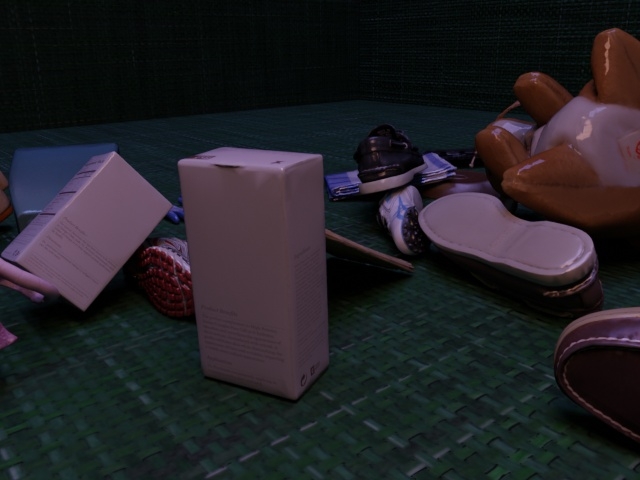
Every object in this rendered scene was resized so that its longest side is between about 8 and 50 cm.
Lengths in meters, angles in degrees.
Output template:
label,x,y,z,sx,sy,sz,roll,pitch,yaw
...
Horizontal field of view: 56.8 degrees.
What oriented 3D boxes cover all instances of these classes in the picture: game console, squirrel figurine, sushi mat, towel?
label,x,y,z,sx,sy,sz,roll,pitch,yaw
game console,0.293,-0.218,1.611,0.362,0.043,0.213,-4,20,-6
squirrel figurine,0.439,-0.104,0.992,0.397,0.280,0.370,28,-5,-7
sushi mat,0.000,0.000,0.783,0.152,0.019,0.317,10,-6,32
towel,0.151,-0.152,1.366,0.285,0.034,0.209,-11,18,0

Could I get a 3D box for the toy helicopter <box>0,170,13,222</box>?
label,x,y,z,sx,sy,sz,roll,pitch,yaw
toy helicopter,-0.605,-0.041,0.956,0.355,0.140,0.235,2,38,46

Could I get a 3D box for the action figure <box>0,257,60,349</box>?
label,x,y,z,sx,sy,sz,roll,pitch,yaw
action figure,-0.414,-0.014,0.506,0.248,0.369,0.276,1,32,43

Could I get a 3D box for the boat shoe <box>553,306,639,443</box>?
label,x,y,z,sx,sy,sz,roll,pitch,yaw
boat shoe,0.328,0.143,0.413,0.342,0.123,0.123,20,25,33

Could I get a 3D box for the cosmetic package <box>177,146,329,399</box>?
label,x,y,z,sx,sy,sz,roll,pitch,yaw
cosmetic package,-0.060,0.029,0.583,0.118,0.230,0.085,9,21,25

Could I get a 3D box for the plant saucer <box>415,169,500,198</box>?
label,x,y,z,sx,sy,sz,roll,pitch,yaw
plant saucer,0.316,-0.131,1.355,0.199,0.036,0.198,0,19,0

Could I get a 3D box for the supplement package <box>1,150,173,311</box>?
label,x,y,z,sx,sy,sz,roll,pitch,yaw
supplement package,-0.301,-0.014,0.770,0.105,0.105,0.179,4,52,53

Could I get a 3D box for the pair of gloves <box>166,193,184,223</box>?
label,x,y,z,sx,sy,sz,roll,pitch,yaw
pair of gloves,-0.274,-0.072,1.229,0.198,0.023,0.159,-17,24,-42

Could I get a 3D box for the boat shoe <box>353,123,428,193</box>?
label,x,y,z,sx,sy,sz,roll,pitch,yaw
boat shoe,0.131,-0.173,1.171,0.127,0.112,0.340,-11,11,23

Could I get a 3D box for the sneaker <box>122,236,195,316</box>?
label,x,y,z,sx,sy,sz,roll,pitch,yaw
sneaker,-0.196,0.034,0.804,0.093,0.087,0.225,-12,22,-33

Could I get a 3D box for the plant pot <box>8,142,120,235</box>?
label,x,y,z,sx,sy,sz,roll,pitch,yaw
plant pot,-0.397,-0.040,0.933,0.166,0.165,0.234,-6,25,-15

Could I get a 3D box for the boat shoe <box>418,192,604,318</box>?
label,x,y,z,sx,sy,sz,roll,pitch,yaw
boat shoe,0.253,0.014,0.831,0.117,0.096,0.324,-39,28,-11

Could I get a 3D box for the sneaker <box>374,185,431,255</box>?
label,x,y,z,sx,sy,sz,roll,pitch,yaw
sneaker,0.136,-0.029,1.010,0.086,0.085,0.237,-23,16,15
